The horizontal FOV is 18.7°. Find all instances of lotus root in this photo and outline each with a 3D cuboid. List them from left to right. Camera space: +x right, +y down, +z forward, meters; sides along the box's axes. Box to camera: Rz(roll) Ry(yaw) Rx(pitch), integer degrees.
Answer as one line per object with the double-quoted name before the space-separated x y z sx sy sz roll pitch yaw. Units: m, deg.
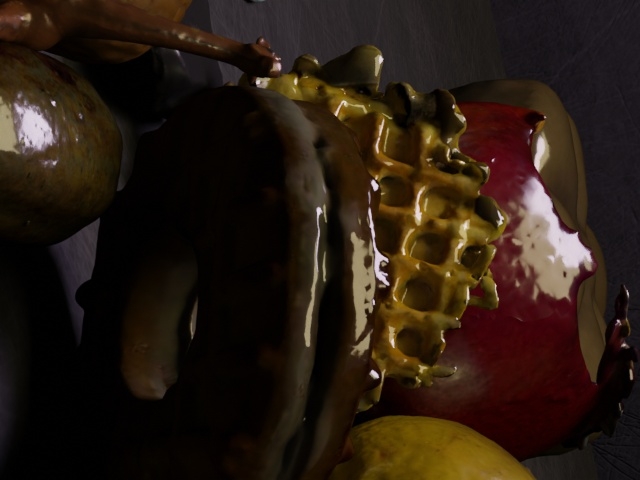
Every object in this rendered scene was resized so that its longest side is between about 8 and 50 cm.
"lotus root" -0.199 -0.056 1.194 0.241 0.124 0.123 2 76 -74

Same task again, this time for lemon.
"lemon" 0.072 0.288 1.620 0.297 0.297 0.297 -11 90 -74

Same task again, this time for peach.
"peach" 0.126 0.053 1.856 0.416 0.353 0.339 27 42 -47

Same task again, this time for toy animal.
"toy animal" -0.159 -0.144 1.210 0.229 0.224 0.066 5 103 -57

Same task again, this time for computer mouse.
"computer mouse" -0.133 -0.164 1.598 0.217 0.073 0.122 11 70 -80

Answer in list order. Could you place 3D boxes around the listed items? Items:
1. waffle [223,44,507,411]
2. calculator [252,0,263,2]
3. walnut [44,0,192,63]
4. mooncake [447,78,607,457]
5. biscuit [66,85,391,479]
"waffle" 0.008 -0.007 1.594 0.062 0.329 0.329 122 -37 -71
"calculator" -0.066 -0.303 2.029 0.153 0.021 0.095 -68 144 -58
"walnut" -0.166 -0.208 1.346 0.207 0.167 0.167 35 46 -72
"mooncake" 0.202 0.046 2.293 0.467 0.262 0.467 -11 90 -77
"biscuit" -0.069 0.056 1.287 0.103 0.332 0.332 12 60 -29
